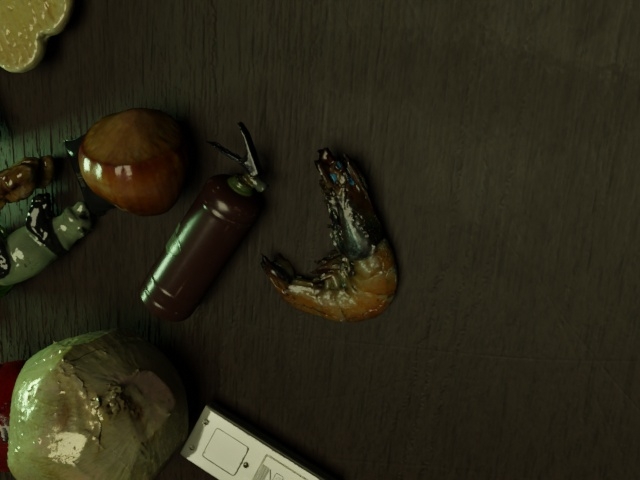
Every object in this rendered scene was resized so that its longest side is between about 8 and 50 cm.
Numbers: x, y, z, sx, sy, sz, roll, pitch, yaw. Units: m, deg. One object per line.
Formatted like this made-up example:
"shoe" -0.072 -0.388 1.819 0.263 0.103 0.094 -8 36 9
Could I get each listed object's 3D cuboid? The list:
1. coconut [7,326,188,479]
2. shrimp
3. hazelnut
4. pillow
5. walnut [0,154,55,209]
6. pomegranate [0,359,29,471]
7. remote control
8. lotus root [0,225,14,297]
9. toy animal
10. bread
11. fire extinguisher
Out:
"coconut" -0.370 0.297 1.220 0.254 0.297 0.297 -26 95 28
"shrimp" 0.000 0.000 1.116 0.222 0.054 0.291 -6 111 22
"hazelnut" -0.287 -0.126 1.137 0.182 0.182 0.182 6 107 19
"pillow" -0.389 -0.115 1.235 0.090 0.048 0.150 -15 102 20
"walnut" -0.544 -0.097 1.249 0.170 0.143 0.069 -14 108 24
"pomegranate" -0.565 0.338 1.351 0.210 0.210 0.235 2 133 20
"remote control" -0.105 0.402 1.262 0.277 0.055 0.103 29 92 11
"lotus root" -0.679 0.062 1.347 0.186 0.186 0.186 6 107 19
"toy animal" -0.510 -0.008 1.273 0.225 0.094 0.121 -31 98 -3
"bread" -0.539 -0.429 1.182 0.315 0.054 0.316 2 99 12
"fire extinguisher" -0.186 -0.031 1.153 0.138 0.102 0.344 39 115 8
